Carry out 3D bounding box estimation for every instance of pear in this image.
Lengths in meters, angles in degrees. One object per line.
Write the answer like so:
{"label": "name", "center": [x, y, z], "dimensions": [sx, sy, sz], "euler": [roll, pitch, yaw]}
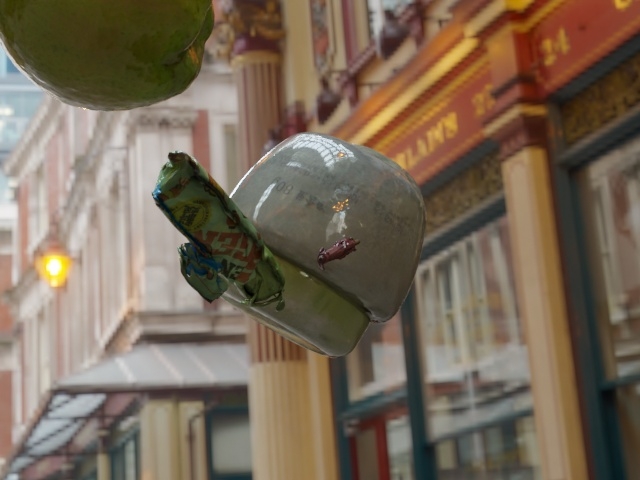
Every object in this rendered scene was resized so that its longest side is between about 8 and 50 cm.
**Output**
{"label": "pear", "center": [-0.350, -0.391, 2.097], "dimensions": [0.391, 0.391, 0.391], "euler": [-4, -17, -1]}

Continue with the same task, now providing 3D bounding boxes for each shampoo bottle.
{"label": "shampoo bottle", "center": [0.000, 0.000, 1.989], "dimensions": [0.322, 0.317, 0.322], "euler": [28, -7, 4]}

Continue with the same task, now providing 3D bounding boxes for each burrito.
{"label": "burrito", "center": [-0.126, 0.007, 1.493], "dimensions": [0.104, 0.054, 0.288], "euler": [-41, -43, -3]}

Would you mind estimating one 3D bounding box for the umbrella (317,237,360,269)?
{"label": "umbrella", "center": [0.024, 0.013, 1.713], "dimensions": [0.027, 0.025, 0.165], "euler": [-49, -8, 18]}
